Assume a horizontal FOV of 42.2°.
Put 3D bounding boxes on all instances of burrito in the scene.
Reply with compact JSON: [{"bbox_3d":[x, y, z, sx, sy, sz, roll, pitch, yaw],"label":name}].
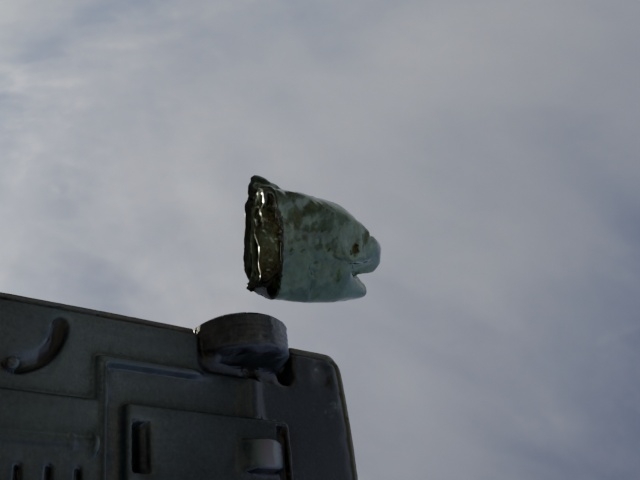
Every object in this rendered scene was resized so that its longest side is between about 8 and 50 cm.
[{"bbox_3d":[0.000,0.004,0.526,0.044,0.074,0.118,-5,170,42],"label":"burrito"}]

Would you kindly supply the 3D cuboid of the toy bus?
[{"bbox_3d":[-0.126,0.107,0.373,0.290,0.157,0.139,15,-125,-38],"label":"toy bus"}]
